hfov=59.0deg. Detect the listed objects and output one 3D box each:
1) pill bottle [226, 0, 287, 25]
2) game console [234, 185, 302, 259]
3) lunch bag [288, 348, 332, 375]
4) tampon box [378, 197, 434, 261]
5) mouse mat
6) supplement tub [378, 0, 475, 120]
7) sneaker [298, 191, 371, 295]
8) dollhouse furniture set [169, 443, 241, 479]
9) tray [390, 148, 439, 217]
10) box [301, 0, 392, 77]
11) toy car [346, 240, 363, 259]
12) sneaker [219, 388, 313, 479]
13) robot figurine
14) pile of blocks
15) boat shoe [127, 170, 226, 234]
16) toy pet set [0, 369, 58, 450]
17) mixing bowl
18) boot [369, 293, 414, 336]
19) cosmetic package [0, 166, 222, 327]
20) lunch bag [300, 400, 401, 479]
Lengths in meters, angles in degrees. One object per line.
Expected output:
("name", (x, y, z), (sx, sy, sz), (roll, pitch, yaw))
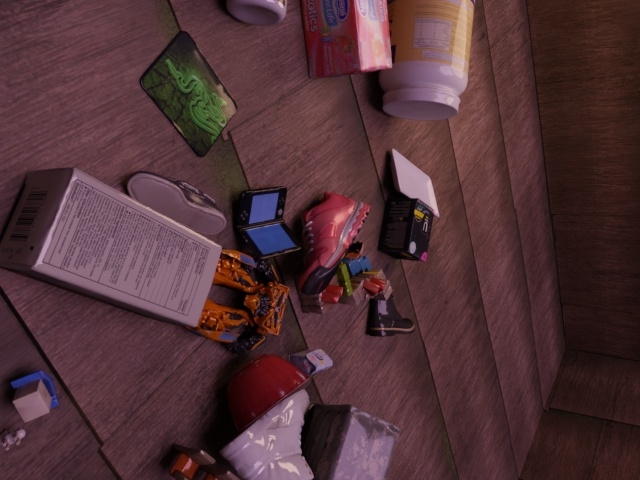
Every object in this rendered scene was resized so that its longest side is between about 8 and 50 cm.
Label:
("pill bottle", (-0.115, -0.540, 1.095), (0.117, 0.117, 0.214), (10, 86, -53))
("game console", (-0.100, -0.041, 1.182), (0.144, 0.085, 0.124), (-15, 121, -53))
("lunch bag", (-0.022, 0.284, 1.325), (0.071, 0.083, 0.053), (-4, 96, -53))
("tampon box", (0.251, -0.031, 1.648), (0.120, 0.102, 0.160), (23, 75, -52))
("mouse mat", (-0.236, -0.269, 1.051), (0.189, 0.007, 0.152), (55, 51, -41))
("supplement tub", (0.283, -0.513, 1.532), (0.241, 0.241, 0.331), (9, 86, -53))
("sneaker", (0.000, 0.000, 1.298), (0.314, 0.136, 0.116), (-58, 176, -44))
("dollhouse furniture set", (-0.255, 0.544, 1.033), (0.259, 0.135, 0.262), (51, 53, -29))
("tray", (0.280, -0.165, 1.708), (0.270, 0.030, 0.145), (23, 53, -52))
("box", (0.056, -0.534, 1.297), (0.142, 0.154, 0.299), (-25, 114, -50))
("toy car", (0.080, 0.005, 1.416), (0.122, 0.060, 0.040), (-95, 159, -51))
("sneaker", (-0.072, 0.430, 1.170), (0.169, 0.108, 0.292), (51, 26, 10))
("robot figurine", (-0.166, 0.117, 1.115), (0.291, 0.085, 0.211), (25, 74, -51))
("pile of blocks", (0.088, 0.095, 1.432), (0.362, 0.113, 0.148), (-5, 98, -54))
("boat shoe", (-0.258, -0.075, 1.012), (0.206, 0.075, 0.065), (30, 26, -45))
("toy pet set", (-0.442, 0.224, 0.795), (0.114, 0.065, 0.122), (-21, 111, -13))
("mixing bowl", (-0.122, 0.296, 1.149), (0.098, 0.181, 0.181), (52, 39, 10))
("boot", (0.215, 0.204, 1.652), (0.198, 0.077, 0.136), (4, 85, -55))
("cosmetic package", (-0.313, 0.021, 0.872), (0.296, 0.129, 0.153), (36, 64, -48))
("lunch bag", (0.017, 0.495, 1.266), (0.169, 0.287, 0.235), (29, 65, -18))
